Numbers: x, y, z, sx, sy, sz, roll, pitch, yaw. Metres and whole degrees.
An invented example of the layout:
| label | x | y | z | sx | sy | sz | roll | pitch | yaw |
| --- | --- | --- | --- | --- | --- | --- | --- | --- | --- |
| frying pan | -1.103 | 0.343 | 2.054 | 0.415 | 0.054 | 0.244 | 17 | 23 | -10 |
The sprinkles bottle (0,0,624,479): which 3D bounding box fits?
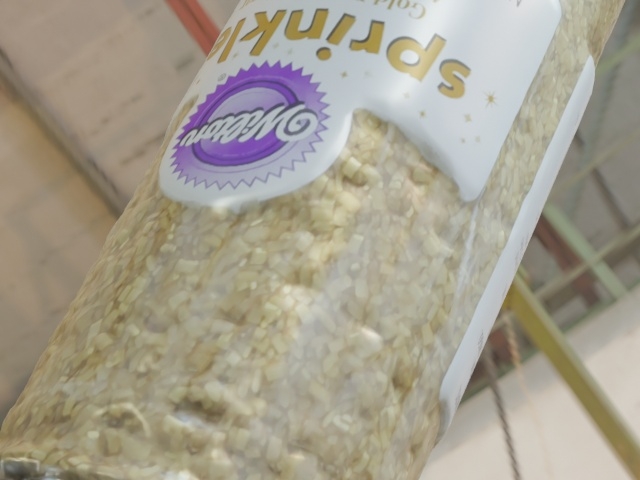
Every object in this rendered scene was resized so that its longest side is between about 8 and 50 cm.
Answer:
| label | x | y | z | sx | sy | sz | roll | pitch | yaw |
| --- | --- | --- | --- | --- | --- | --- | --- | --- | --- |
| sprinkles bottle | 0.000 | 0.000 | 0.557 | 0.355 | 0.121 | 0.121 | -63 | -38 | -31 |
